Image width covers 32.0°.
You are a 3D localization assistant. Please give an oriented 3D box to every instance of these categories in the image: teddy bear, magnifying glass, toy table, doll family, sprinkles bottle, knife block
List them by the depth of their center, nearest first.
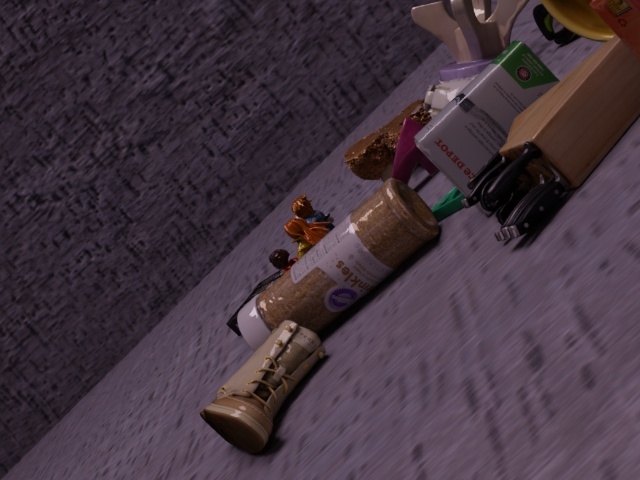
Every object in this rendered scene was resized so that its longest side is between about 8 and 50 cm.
[{"bbox_3d":[0.308,-0.122,1.410,0.276,0.088,0.242,-40,11,29],"label":"knife block"},{"bbox_3d":[0.025,0.053,1.797,0.355,0.121,0.121,-42,9,20],"label":"sprinkles bottle"},{"bbox_3d":[0.199,-0.052,1.812,0.231,0.026,0.092,-38,11,29],"label":"magnifying glass"},{"bbox_3d":[0.000,0.000,2.019,0.118,0.163,0.263,-41,10,25],"label":"doll family"},{"bbox_3d":[0.321,-0.422,2.265,0.252,0.160,0.274,-11,11,11],"label":"toy table"},{"bbox_3d":[0.214,-0.226,2.345,0.338,0.113,0.245,-38,15,-5],"label":"teddy bear"}]

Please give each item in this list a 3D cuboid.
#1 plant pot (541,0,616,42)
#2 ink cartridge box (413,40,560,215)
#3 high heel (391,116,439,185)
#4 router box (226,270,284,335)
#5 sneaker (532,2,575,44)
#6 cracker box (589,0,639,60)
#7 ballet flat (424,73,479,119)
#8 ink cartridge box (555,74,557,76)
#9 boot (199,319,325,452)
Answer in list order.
[{"bbox_3d":[0.480,-0.450,1.683,0.239,0.254,0.254,-33,-2,-45],"label":"plant pot"},{"bbox_3d":[0.259,-0.162,1.610,0.208,0.153,0.087,-43,8,7],"label":"ink cartridge box"},{"bbox_3d":[0.125,-0.120,2.145,0.244,0.117,0.082,-42,9,17],"label":"high heel"},{"bbox_3d":[-0.115,0.126,2.363,0.133,0.046,0.179,-51,10,-31],"label":"router box"},{"bbox_3d":[0.498,-0.457,2.027,0.121,0.111,0.300,-43,10,-15],"label":"sneaker"},{"bbox_3d":[0.461,-0.318,1.377,0.232,0.156,0.067,-49,10,-21],"label":"cracker box"},{"bbox_3d":[0.253,-0.233,1.998,0.147,0.147,0.409,-45,6,4],"label":"ballet flat"},{"bbox_3d":[0.365,-0.232,1.843,0.083,0.028,0.048,-48,9,-12],"label":"ink cartridge box"},{"bbox_3d":[-0.073,0.209,1.641,0.203,0.095,0.262,-47,3,-15],"label":"boot"}]
